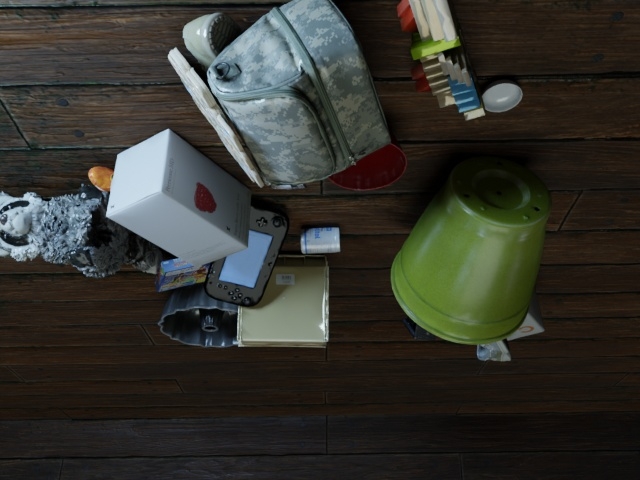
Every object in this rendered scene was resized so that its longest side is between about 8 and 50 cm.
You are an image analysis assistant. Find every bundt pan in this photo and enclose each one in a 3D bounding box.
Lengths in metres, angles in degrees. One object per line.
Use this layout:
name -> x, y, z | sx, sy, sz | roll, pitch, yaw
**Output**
bundt pan -> -0.354, 0.232, 2.118 | 0.330, 0.124, 0.331 | 0, 149, 0

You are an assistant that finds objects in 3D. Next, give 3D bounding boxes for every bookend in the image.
bookend -> 0.335, 0.226, 2.152 | 0.072, 0.156, 0.157 | 5, 105, -10

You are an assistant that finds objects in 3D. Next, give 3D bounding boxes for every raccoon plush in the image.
raccoon plush -> -0.651, 0.021, 1.701 | 0.299, 0.216, 0.446 | 0, 150, 15

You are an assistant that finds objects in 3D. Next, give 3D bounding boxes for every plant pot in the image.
plant pot -> 0.385, 0.001, 1.574 | 0.366, 0.366, 0.353 | 3, 137, -6

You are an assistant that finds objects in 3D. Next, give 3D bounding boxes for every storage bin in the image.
storage bin -> -0.109, 0.178, 1.910 | 0.262, 0.260, 0.123 | 1, 166, -3

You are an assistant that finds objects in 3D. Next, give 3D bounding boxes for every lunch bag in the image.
lunch bag -> -0.039, -0.248, 1.171 | 0.256, 0.212, 0.305 | -27, 146, 2

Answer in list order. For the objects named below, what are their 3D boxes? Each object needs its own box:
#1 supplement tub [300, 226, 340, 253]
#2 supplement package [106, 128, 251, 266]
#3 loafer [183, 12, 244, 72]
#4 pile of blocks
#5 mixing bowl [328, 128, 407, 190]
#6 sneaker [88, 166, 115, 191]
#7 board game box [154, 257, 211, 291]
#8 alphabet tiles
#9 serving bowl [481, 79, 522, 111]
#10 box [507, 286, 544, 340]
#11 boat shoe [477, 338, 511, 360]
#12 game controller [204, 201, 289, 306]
supplement tub -> 0.000, 0.000, 1.787 | 0.107, 0.071, 0.071 | -3, 149, 2
supplement package -> -0.322, -0.090, 1.527 | 0.175, 0.177, 0.293 | -19, 145, 29
loafer -> -0.162, -0.332, 1.213 | 0.092, 0.102, 0.268 | 24, 167, 28
pile of blocks -> 0.216, -0.315, 1.190 | 0.112, 0.149, 0.362 | -14, 147, 20
mixing bowl -> 0.096, -0.201, 1.426 | 0.181, 0.098, 0.181 | 0, 149, 0
sneaker -> -0.472, -0.141, 1.556 | 0.067, 0.064, 0.175 | -20, 156, 33
board game box -> -0.370, 0.086, 1.883 | 0.201, 0.035, 0.136 | -12, 157, -30
alphabet tiles -> -0.196, -0.231, 1.237 | 0.021, 0.278, 0.284 | -36, 147, -5
serving bowl -> 0.369, -0.301, 1.332 | 0.083, 0.027, 0.083 | -1, 150, 0
box -> 0.517, 0.172, 1.992 | 0.215, 0.168, 0.345 | -19, 144, 27
boat shoe -> 0.495, 0.289, 1.914 | 0.103, 0.118, 0.320 | -15, 153, 14
game controller -> -0.201, 0.040, 1.745 | 0.166, 0.067, 0.319 | 11, 119, -21
